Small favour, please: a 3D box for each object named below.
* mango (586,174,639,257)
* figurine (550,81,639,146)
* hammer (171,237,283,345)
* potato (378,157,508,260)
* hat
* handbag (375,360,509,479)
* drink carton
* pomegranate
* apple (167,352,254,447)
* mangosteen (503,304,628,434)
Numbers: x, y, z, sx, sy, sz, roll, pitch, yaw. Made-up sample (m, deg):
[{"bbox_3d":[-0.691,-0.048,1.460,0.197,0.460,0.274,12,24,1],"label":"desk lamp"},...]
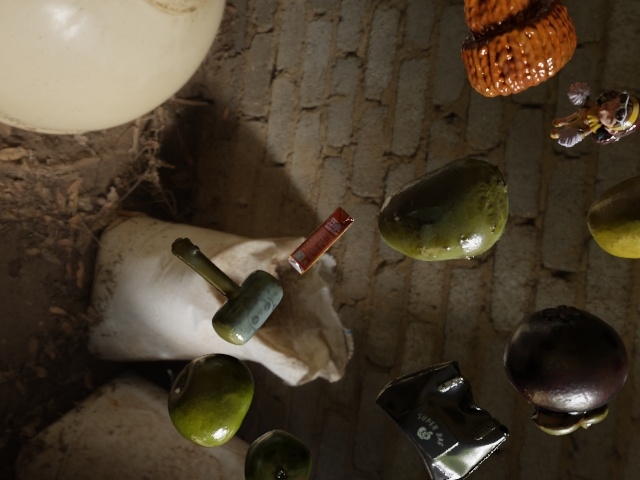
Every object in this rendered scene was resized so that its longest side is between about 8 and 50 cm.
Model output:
[{"bbox_3d":[0.562,-0.053,0.853,0.167,0.262,0.129,-20,90,-64],"label":"mango"},{"bbox_3d":[0.701,-0.312,1.396,0.116,0.240,0.174,19,80,-38],"label":"figurine"},{"bbox_3d":[-0.244,0.100,1.340,0.305,0.113,0.202,48,60,-20],"label":"hammer"},{"bbox_3d":[0.262,-0.057,1.175,0.173,0.308,0.210,-6,85,-46],"label":"potato"},{"bbox_3d":[0.432,-0.567,1.349,0.400,0.285,0.285,52,43,-13],"label":"hat"},{"bbox_3d":[0.363,0.522,1.591,0.342,0.288,0.152,52,31,11],"label":"handbag"},{"bbox_3d":[0.000,0.000,1.687,0.223,0.071,0.096,-45,179,-14],"label":"drink carton"},{"bbox_3d":[-0.117,0.609,1.488,0.225,0.187,0.186,110,-9,-81],"label":"pomegranate"},{"bbox_3d":[-0.236,0.338,1.171,0.157,0.196,0.196,33,61,-22],"label":"apple"},{"bbox_3d":[0.650,0.348,1.440,0.307,0.307,0.346,-26,108,-58],"label":"mangosteen"}]
